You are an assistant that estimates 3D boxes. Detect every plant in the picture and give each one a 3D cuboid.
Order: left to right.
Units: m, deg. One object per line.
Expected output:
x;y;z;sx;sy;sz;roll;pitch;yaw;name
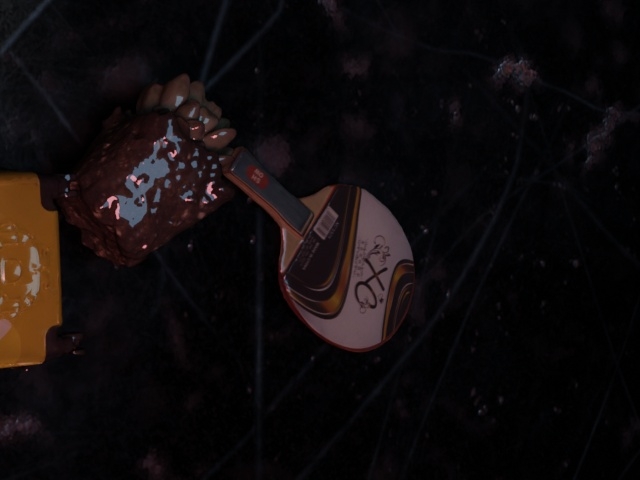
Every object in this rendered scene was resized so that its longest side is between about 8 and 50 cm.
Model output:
-0.162;-0.072;1.795;0.194;0.132;0.129;-49;119;-22;plant

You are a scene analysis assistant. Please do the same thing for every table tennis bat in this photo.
0.000;0.000;1.987;0.301;0.022;0.173;45;64;-31;table tennis bat

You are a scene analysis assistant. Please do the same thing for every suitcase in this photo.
-0.344;0.028;1.649;0.235;0.143;0.194;-3;93;-38;suitcase
